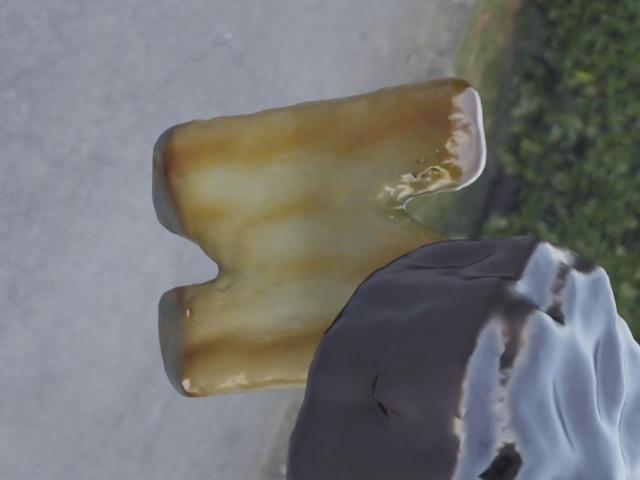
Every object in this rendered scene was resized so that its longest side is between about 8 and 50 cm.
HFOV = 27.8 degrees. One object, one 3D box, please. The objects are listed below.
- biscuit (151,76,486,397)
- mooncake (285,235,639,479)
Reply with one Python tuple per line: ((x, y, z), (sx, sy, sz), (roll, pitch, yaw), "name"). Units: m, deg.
((0.000, 0.000, 1.042), (0.062, 0.291, 0.236), (20, 62, -67), "biscuit")
((0.109, 0.136, 0.760), (0.283, 0.141, 0.283), (2, 88, -55), "mooncake")
